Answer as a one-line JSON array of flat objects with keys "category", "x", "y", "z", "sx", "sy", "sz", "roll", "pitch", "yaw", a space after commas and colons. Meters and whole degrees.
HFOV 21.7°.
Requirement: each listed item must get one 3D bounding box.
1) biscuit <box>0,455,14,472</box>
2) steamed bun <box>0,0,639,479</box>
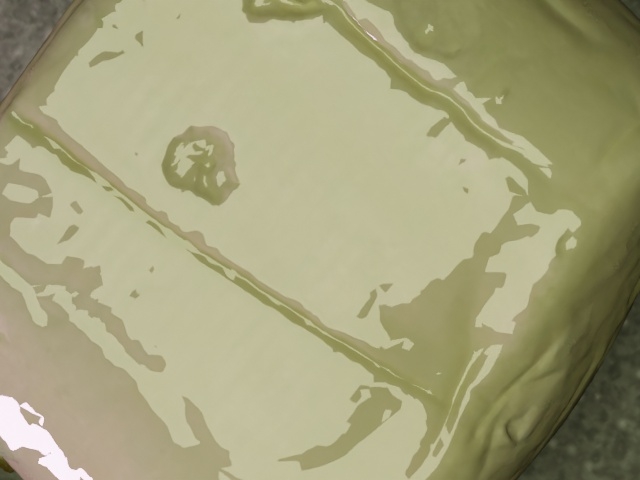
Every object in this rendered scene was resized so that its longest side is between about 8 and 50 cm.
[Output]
[{"category": "biscuit", "x": -0.240, "y": 0.101, "z": 1.234, "sx": 0.203, "sy": 0.016, "sz": 0.144, "roll": 7, "pitch": 92, "yaw": 14}, {"category": "steamed bun", "x": 0.000, "y": 0.000, "z": 1.039, "sx": 0.371, "sy": 0.290, "sz": 0.456, "roll": 44, "pitch": 97, "yaw": 6}]
